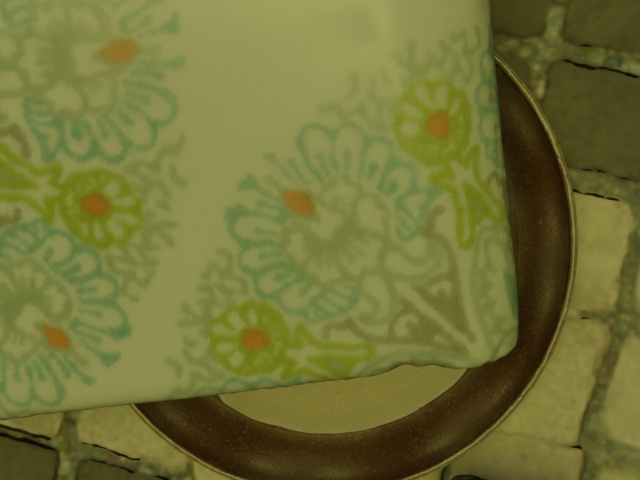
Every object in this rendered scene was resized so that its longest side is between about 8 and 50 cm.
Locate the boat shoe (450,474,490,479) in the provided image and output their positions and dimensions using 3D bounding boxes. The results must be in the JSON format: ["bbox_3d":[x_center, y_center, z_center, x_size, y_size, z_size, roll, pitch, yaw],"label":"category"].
[{"bbox_3d":[0.092,0.287,0.553,0.102,0.108,0.301,13,106,38],"label":"boat shoe"}]

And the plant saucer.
[{"bbox_3d":[0.000,0.000,0.584,0.310,0.050,0.311,0,91,7],"label":"plant saucer"}]

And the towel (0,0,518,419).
[{"bbox_3d":[-0.095,-0.073,0.497,0.374,0.090,0.321,-7,106,5],"label":"towel"}]
